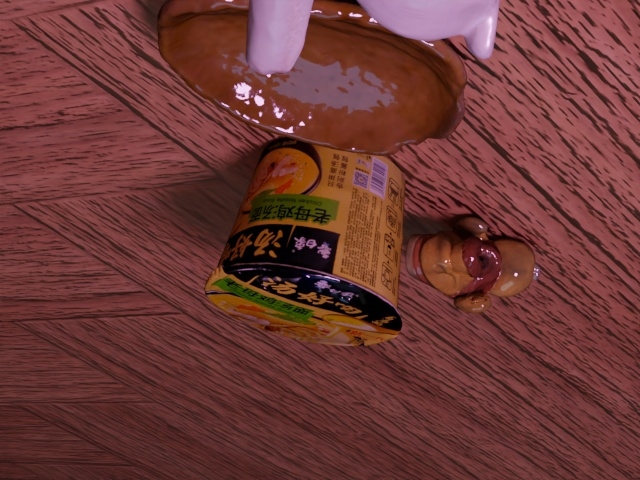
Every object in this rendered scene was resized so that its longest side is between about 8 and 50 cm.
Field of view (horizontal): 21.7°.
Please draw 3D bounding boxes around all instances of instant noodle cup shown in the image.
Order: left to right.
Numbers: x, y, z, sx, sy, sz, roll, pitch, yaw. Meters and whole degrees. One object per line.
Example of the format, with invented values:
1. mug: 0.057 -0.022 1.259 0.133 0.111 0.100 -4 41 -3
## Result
1. instant noodle cup: 0.000 0.000 1.247 0.151 0.122 0.151 13 158 5

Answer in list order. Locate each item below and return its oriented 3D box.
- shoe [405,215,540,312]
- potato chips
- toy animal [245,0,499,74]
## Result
1. shoe: 0.119 0.021 1.296 0.069 0.072 0.109 -1 155 43
2. potato chips: -0.003 -0.116 1.061 0.202 0.049 0.150 15 155 0
3. toy animal: -0.032 -0.174 0.826 0.282 0.140 0.138 3 148 15
